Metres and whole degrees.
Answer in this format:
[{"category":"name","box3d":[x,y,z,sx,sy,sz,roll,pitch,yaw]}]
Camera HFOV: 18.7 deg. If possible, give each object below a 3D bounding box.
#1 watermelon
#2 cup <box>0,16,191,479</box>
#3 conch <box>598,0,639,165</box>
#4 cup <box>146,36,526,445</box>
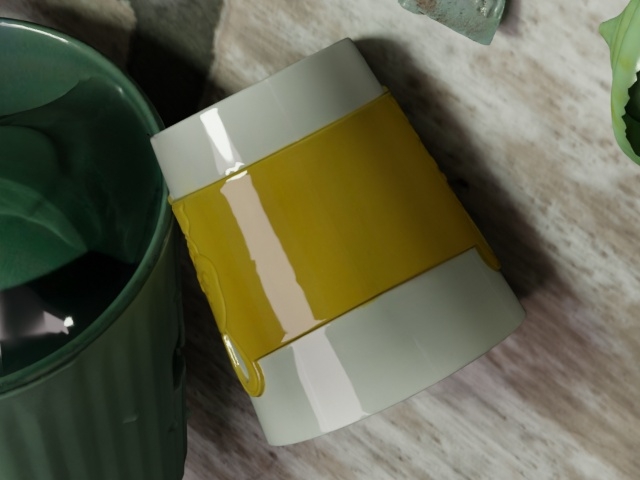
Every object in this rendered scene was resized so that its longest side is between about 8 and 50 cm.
[{"category":"watermelon","box3d":[0.071,-0.154,1.134,0.085,0.061,0.085,35,149,25]},{"category":"cup","box3d":[-0.232,0.030,1.429,0.310,0.401,0.392,12,147,10]},{"category":"conch","box3d":[0.253,-0.082,0.940,0.251,0.137,0.143,16,129,38]},{"category":"cup","box3d":[0.000,0.000,1.266,0.226,0.185,0.241,63,173,-6]}]
